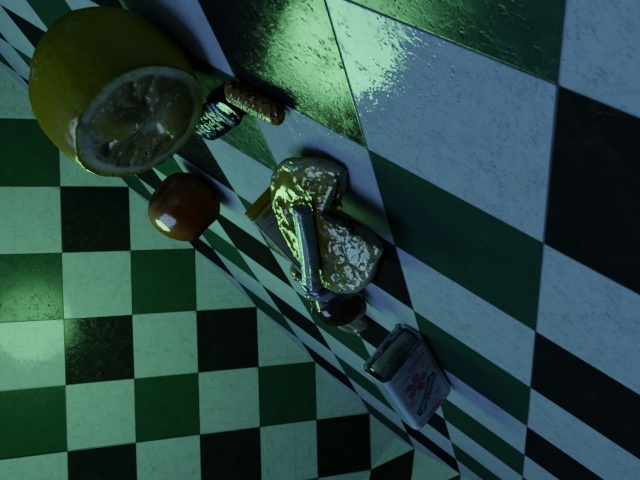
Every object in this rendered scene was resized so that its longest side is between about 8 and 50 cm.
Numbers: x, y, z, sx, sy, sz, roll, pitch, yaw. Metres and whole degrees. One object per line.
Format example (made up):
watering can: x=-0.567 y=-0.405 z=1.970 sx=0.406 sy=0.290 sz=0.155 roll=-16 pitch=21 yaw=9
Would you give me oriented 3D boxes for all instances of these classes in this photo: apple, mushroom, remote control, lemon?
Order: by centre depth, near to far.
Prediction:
lemon: x=-0.458 y=-0.338 z=1.451 sx=0.364 sy=0.364 sz=0.364 roll=38 pitch=165 yaw=12
remote control: x=-0.234 y=-0.293 z=1.552 sx=0.090 sy=0.066 sz=0.266 roll=32 pitch=165 yaw=-21
mushroom: x=0.029 y=0.183 z=2.175 sx=0.123 sy=0.095 sz=0.351 roll=-3 pitch=138 yaw=45
apple: x=-0.458 y=-0.110 z=2.308 sx=0.253 sy=0.253 sz=0.253 roll=38 pitch=165 yaw=12

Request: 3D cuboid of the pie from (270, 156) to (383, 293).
pie: x=-0.002 y=-0.032 z=1.460 sx=0.337 sy=0.075 sz=0.337 roll=32 pitch=136 yaw=37

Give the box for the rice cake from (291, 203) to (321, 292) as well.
rice cake: x=-0.029 y=0.021 z=1.437 sx=0.043 sy=0.034 sz=0.210 roll=31 pitch=137 yaw=48

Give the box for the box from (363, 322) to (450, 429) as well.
box: x=0.268 y=0.416 z=2.044 sx=0.112 sy=0.190 sz=0.369 roll=28 pitch=159 yaw=41

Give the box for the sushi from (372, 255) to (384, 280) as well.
sushi: x=0.047 y=0.036 z=1.636 sx=0.225 sy=0.124 sz=0.127 roll=18 pitch=157 yaw=43

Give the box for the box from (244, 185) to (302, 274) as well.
box: x=-0.071 y=-0.026 z=1.747 sx=0.247 sy=0.129 sz=0.033 roll=46 pitch=164 yaw=-19

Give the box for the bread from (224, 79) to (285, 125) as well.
bread: x=-0.133 y=-0.276 z=1.350 sx=0.157 sy=0.044 sz=0.052 roll=32 pitch=157 yaw=29

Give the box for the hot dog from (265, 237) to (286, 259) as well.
hot dog: x=-0.104 y=-0.035 z=1.903 sx=0.163 sy=0.082 sz=0.270 roll=37 pitch=161 yaw=19

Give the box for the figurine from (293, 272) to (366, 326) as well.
figurine: x=0.039 y=0.159 z=1.988 sx=0.158 sy=0.161 sz=0.275 roll=-96 pitch=-18 yaw=-44
